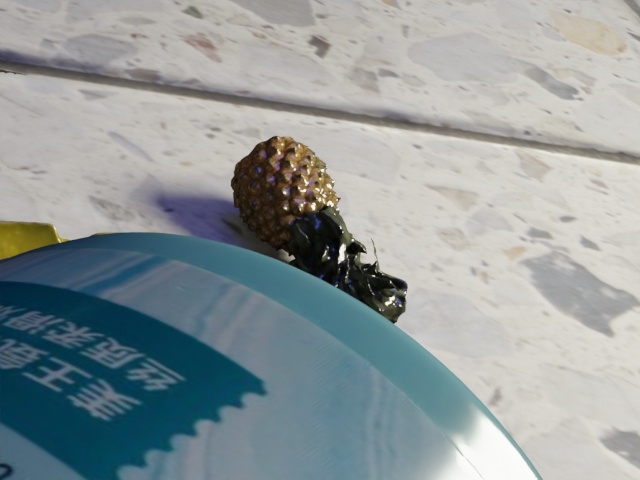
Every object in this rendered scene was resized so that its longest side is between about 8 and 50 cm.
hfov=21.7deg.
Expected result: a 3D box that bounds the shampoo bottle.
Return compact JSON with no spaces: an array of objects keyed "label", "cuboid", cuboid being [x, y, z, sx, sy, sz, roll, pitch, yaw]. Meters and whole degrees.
[{"label":"shampoo bottle","cuboid":[-0.118,0.192,0.456,0.331,0.331,0.343,33,30,20]}]

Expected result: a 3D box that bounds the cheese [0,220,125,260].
[{"label":"cheese","cuboid":[-0.151,0.059,0.817,0.093,0.171,0.126,8,32,-21]}]

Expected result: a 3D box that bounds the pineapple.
[{"label":"pineapple","cuboid":[0.000,0.000,1.124,0.074,0.074,0.159,-6,47,-39]}]
